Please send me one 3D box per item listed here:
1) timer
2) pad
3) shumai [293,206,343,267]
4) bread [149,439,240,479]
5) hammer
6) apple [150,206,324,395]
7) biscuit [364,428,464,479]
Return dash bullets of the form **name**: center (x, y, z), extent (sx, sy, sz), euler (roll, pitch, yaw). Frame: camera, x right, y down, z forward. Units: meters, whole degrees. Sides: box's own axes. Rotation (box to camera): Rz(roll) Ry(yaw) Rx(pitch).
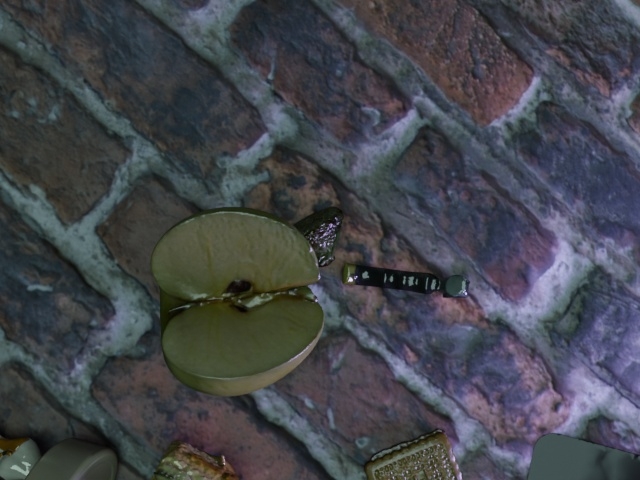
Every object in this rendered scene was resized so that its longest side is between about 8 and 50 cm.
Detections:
- **timer**: center (-0.499, 0.376, 0.947), extent (0.265, 0.175, 0.175), euler (21, 84, 13)
- **pad**: center (0.578, 0.492, 1.094), extent (0.375, 0.063, 0.315), euler (14, 85, 6)
- **shumai**: center (0.000, 0.000, 1.044), extent (0.123, 0.099, 0.087), euler (-31, 106, -5)
- **bread**: center (-0.211, 0.421, 0.968), extent (0.174, 0.252, 0.133), euler (27, 40, -2)
- **hammer**: center (0.156, 0.074, 1.040), extent (0.226, 0.159, 0.041), euler (6, 84, 14)
- **apple**: center (-0.138, 0.101, 0.946), extent (0.257, 0.233, 0.295), euler (-8, 79, -16)
- **biscuit**: center (0.197, 0.495, 1.052), extent (0.172, 0.029, 0.255), euler (-20, 87, -6)
